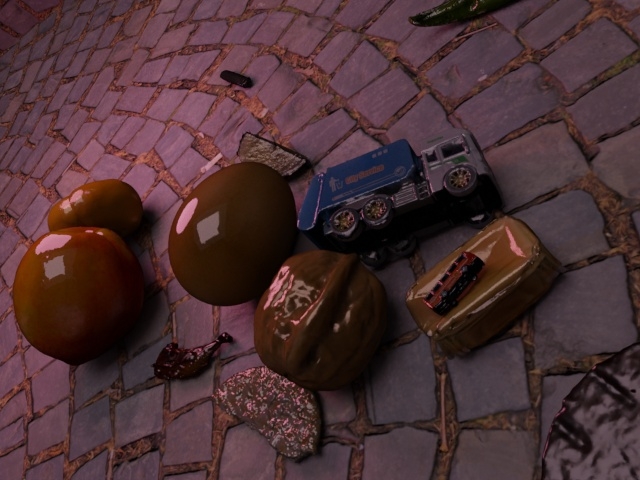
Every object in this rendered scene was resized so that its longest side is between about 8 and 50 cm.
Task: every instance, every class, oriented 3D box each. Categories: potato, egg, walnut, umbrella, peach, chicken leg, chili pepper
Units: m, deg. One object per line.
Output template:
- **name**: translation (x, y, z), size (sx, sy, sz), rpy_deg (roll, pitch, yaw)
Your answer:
- **potato**: translation (-0.109, -0.185, 1.650), size (0.172, 0.089, 0.100), rpy_deg (23, 100, 13)
- **egg**: translation (-0.177, -0.018, 1.460), size (0.250, 0.250, 0.322), rpy_deg (11, 65, 42)
- **walnut**: translation (0.002, 0.135, 1.241), size (0.225, 0.257, 0.257), rpy_deg (27, 80, 12)
- **umbrella**: translation (-0.233, -0.449, 1.936), size (0.133, 0.031, 0.036), rpy_deg (32, 87, 45)
- **peach**: translation (-0.588, -0.063, 1.825), size (0.251, 0.251, 0.153), rpy_deg (-36, 69, 15)
- **peach**: translation (-0.573, 0.130, 1.662), size (0.308, 0.308, 0.332), rpy_deg (8, 91, 41)
- **chicken leg**: translation (-0.286, 0.254, 1.515), size (0.219, 0.048, 0.089), rpy_deg (-17, 57, 30)
- **chili pepper**: translation (0.363, -0.526, 1.483), size (0.359, 0.076, 0.085), rpy_deg (-22, 32, 21)

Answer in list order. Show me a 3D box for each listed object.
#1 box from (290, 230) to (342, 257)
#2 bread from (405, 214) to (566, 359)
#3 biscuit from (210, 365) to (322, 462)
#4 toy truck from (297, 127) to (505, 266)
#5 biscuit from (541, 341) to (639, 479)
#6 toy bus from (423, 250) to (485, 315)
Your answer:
- **box**: translation (0.000, 0.000, 1.446), size (0.103, 0.055, 0.243), rpy_deg (0, 64, 38)
- **bread**: translation (0.267, 0.077, 1.149), size (0.241, 0.107, 0.136), rpy_deg (-40, 43, 10)
- **biscuit**: translation (-0.086, 0.309, 1.328), size (0.290, 0.038, 0.141), rpy_deg (22, 78, 43)
- **toy truck**: translation (0.140, -0.076, 1.294), size (0.368, 0.146, 0.175), rpy_deg (-19, 57, 18)
- **biscuit**: translation (0.478, 0.304, 0.850), size (0.408, 0.091, 0.407), rpy_deg (-21, 53, 30)
- **toy bus**: translation (0.210, 0.067, 1.103), size (0.110, 0.031, 0.043), rpy_deg (-50, 33, 0)
